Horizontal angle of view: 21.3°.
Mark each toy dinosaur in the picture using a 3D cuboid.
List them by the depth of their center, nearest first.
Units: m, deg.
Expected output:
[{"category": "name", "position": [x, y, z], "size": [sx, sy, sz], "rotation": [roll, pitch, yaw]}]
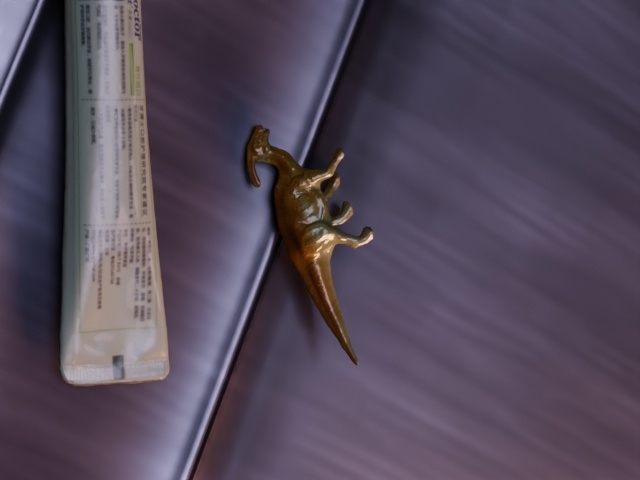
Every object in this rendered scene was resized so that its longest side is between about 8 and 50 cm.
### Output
[{"category": "toy dinosaur", "position": [0.003, -0.003, 0.746], "size": [0.041, 0.026, 0.113], "rotation": [-27, 92, -18]}]

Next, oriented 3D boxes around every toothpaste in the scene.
[{"category": "toothpaste", "position": [-0.088, -0.038, 0.701], "size": [0.048, 0.029, 0.197], "rotation": [-3, 93, -25]}]
